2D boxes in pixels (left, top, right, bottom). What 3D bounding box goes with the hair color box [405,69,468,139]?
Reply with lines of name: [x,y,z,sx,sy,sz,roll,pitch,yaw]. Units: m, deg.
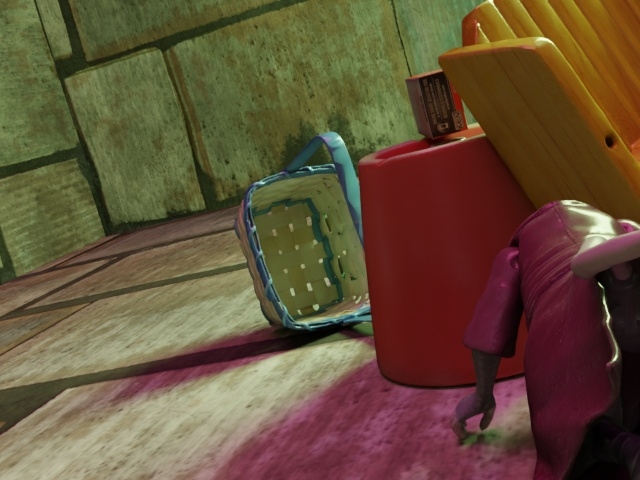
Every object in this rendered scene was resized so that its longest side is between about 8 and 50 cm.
hair color box: [0.132,-0.158,1.046,0.043,0.072,0.141,-15,10,3]

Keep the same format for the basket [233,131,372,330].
basket: [0.000,0.000,1.278,0.201,0.254,0.289,-17,-3,-22]

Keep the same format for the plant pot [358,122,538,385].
plant pot: [0.166,0.001,1.024,0.275,0.243,0.275,-14,9,2]

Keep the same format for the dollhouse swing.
dollhouse swing: [0.375,-0.196,0.877,0.347,0.315,0.305,-35,1,-32]

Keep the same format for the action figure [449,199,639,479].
action figure: [0.191,0.048,0.680,0.248,0.275,0.370,-21,22,5]
